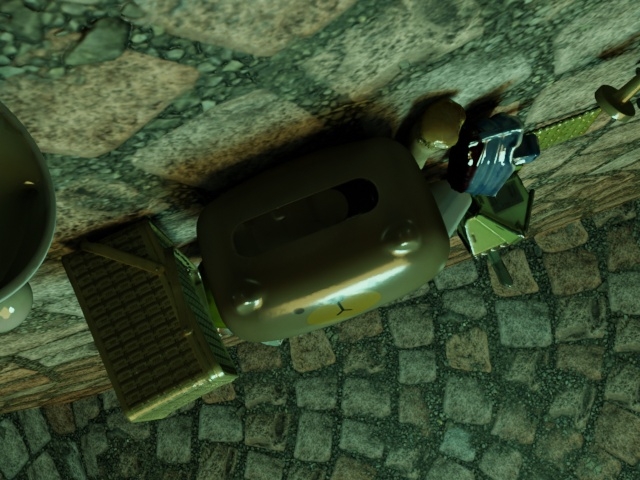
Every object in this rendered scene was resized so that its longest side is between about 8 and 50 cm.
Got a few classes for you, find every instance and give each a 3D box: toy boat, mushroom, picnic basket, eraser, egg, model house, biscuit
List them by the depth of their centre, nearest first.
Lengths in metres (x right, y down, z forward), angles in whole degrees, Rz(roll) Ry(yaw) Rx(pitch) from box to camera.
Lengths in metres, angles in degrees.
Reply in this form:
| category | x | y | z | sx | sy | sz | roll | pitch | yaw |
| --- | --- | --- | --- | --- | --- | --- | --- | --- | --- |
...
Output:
| category | x | y | z | sx | sy | sz | roll | pitch | yaw |
| --- | --- | --- | --- | --- | --- | --- | --- | --- | --- |
| egg | -0.533 | 0.100 | 0.939 | 0.103 | 0.103 | 0.135 | -7 | 161 | -41 |
| mushroom | 0.178 | -0.166 | 0.946 | 0.071 | 0.084 | 0.209 | 25 | 169 | 0 |
| picnic basket | -0.282 | 0.132 | 0.993 | 0.175 | 0.312 | 0.228 | -27 | 166 | -7 |
| toy boat | 0.319 | -0.151 | 1.042 | 0.143 | 0.128 | 0.309 | -5 | 169 | 4 |
| eraser | 0.198 | -0.030 | 1.191 | 0.189 | 0.104 | 0.290 | -18 | -167 | 32 |
| biscuit | 0.488 | -0.223 | 1.244 | 0.232 | 0.016 | 0.139 | -20 | 165 | 3 |
| model house | 0.447 | -0.025 | 1.422 | 0.205 | 0.278 | 0.218 | -21 | 168 | 3 |

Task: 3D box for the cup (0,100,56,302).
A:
| category | x | y | z | sx | sy | sz | roll | pitch | yaw |
| --- | --- | --- | --- | --- | --- | --- | --- | --- | --- |
| cup | -0.443 | -0.002 | 0.454 | 0.327 | 0.236 | 0.323 | -27 | 135 | 32 |

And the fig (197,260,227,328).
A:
| category | x | y | z | sx | sy | sz | roll | pitch | yaw |
| --- | --- | --- | --- | --- | --- | --- | --- | --- | --- |
| fig | -0.161 | 0.104 | 1.215 | 0.225 | 0.202 | 0.203 | 28 | 146 | -18 |

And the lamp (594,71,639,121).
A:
| category | x | y | z | sx | sy | sz | roll | pitch | yaw |
| --- | --- | --- | --- | --- | --- | --- | --- | --- | --- |
| lamp | 0.518 | -0.273 | 0.844 | 0.121 | 0.121 | 0.214 | -10 | 152 | -34 |

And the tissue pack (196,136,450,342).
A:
| category | x | y | z | sx | sy | sz | roll | pitch | yaw |
| --- | --- | --- | --- | --- | --- | --- | --- | --- | --- |
| tissue pack | 0.000 | 0.000 | 0.916 | 0.387 | 0.267 | 0.277 | -20 | 166 | 4 |

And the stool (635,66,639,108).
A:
| category | x | y | z | sx | sy | sz | roll | pitch | yaw |
| --- | --- | --- | --- | --- | --- | --- | --- | --- | --- |
| stool | 0.627 | -0.286 | 0.963 | 0.121 | 0.125 | 0.217 | -18 | 157 | 4 |

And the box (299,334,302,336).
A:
| category | x | y | z | sx | sy | sz | roll | pitch | yaw |
| --- | --- | --- | --- | --- | --- | --- | --- | --- | --- |
| box | 0.070 | 0.101 | 1.511 | 0.297 | 0.190 | 0.225 | -28 | 174 | 33 |

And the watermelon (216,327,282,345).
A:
| category | x | y | z | sx | sy | sz | roll | pitch | yaw |
| --- | --- | --- | --- | --- | --- | --- | --- | --- | --- |
| watermelon | -0.180 | 0.233 | 1.723 | 0.320 | 0.213 | 0.289 | -32 | 167 | 5 |

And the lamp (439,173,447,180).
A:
| category | x | y | z | sx | sy | sz | roll | pitch | yaw |
| --- | --- | --- | --- | --- | --- | --- | --- | --- | --- |
| lamp | 0.305 | -0.137 | 1.307 | 0.063 | 0.031 | 0.083 | -23 | 162 | 15 |
